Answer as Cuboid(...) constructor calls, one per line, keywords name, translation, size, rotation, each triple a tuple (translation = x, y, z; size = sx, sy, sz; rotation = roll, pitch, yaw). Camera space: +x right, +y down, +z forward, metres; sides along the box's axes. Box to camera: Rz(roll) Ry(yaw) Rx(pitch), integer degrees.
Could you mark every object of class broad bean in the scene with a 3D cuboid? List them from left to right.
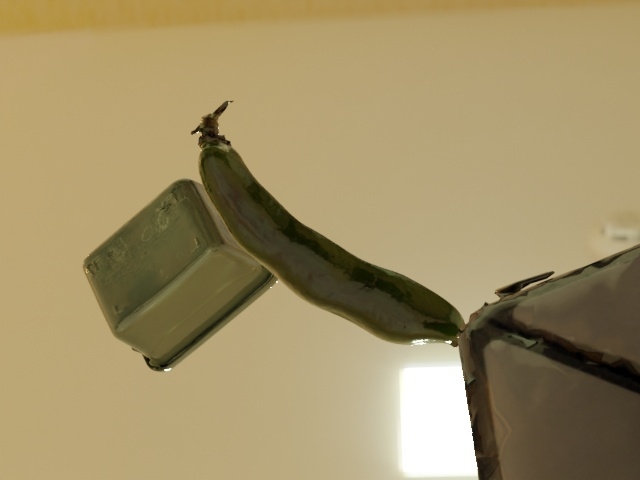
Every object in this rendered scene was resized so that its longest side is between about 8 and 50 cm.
Cuboid(name="broad bean", translation=(-0.004, 0.003, 1.292), size=(0.227, 0.069, 0.039), rotation=(42, -168, 5))

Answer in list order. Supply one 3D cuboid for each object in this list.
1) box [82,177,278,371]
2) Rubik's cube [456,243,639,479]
Cuboid(name="box", translation=(-0.137, 0.026, 1.842), size=(0.172, 0.093, 0.124), rotation=(-41, -125, 14))
Cuboid(name="Rubik's cube", translation=(0.274, 0.174, 1.094), size=(0.310, 0.307, 0.305), rotation=(-23, -138, 16))
